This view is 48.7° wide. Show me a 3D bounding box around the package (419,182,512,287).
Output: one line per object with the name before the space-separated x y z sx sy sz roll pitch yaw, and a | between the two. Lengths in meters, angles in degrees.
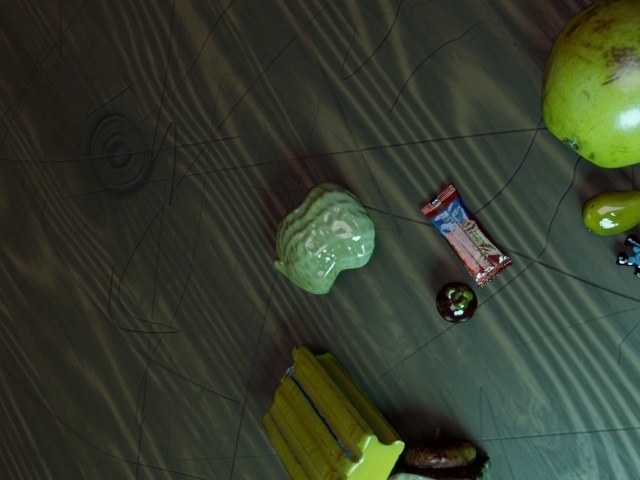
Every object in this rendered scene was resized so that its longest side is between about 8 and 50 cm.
package | 0.282 -0.010 1.380 0.083 0.022 0.200 -39 74 16

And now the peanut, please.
peanut | 0.000 0.000 1.451 0.233 0.110 0.197 -40 75 15

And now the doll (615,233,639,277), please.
doll | 0.614 0.053 1.217 0.195 0.070 0.096 27 114 28

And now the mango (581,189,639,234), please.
mango | 0.524 -0.053 1.259 0.114 0.060 0.080 -24 83 16

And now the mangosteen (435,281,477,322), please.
mangosteen | 0.260 0.120 1.355 0.081 0.081 0.081 -1 88 23

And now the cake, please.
cake | 0.225 0.499 1.302 0.196 0.199 0.293 -5 85 25

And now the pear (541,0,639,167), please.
pear | 0.499 -0.261 1.169 0.281 0.281 0.281 -1 88 23

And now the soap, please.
soap | 0.010 0.365 1.359 0.204 0.096 0.324 -63 32 11
